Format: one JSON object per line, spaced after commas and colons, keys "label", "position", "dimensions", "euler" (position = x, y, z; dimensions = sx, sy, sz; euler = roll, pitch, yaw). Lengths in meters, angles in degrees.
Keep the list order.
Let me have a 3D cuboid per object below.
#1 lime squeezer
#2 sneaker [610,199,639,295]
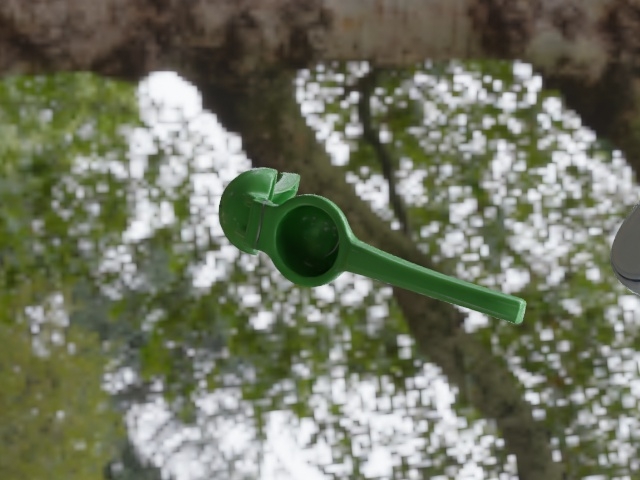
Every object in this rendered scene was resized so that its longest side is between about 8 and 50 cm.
{"label": "lime squeezer", "position": [0.000, 0.000, 0.999], "dimensions": [0.310, 0.110, 0.059], "euler": [30, -85, 59]}
{"label": "sneaker", "position": [0.292, -0.063, 1.100], "dimensions": [0.258, 0.091, 0.094], "euler": [-43, -138, 20]}
